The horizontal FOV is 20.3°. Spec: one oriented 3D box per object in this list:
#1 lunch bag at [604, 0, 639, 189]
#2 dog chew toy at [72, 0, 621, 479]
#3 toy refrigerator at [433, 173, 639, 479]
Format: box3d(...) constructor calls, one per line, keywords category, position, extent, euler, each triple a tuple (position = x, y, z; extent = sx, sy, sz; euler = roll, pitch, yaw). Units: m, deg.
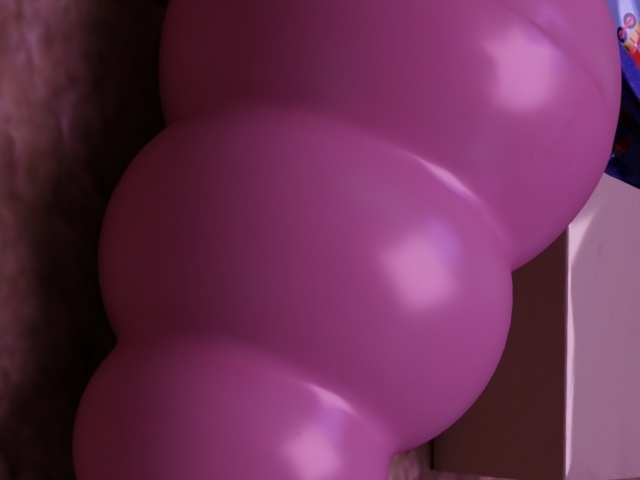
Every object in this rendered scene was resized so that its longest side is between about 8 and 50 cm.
box3d(category="lunch bag", position=(0.137, -0.176, 0.952), extent=(0.293, 0.138, 0.221), euler=(41, 52, -24))
box3d(category="dog chew toy", position=(0.000, 0.000, 0.764), extent=(0.206, 0.207, 0.331), euler=(48, 59, -49))
box3d(category="toy refrigerator", position=(0.135, 0.002, 1.053), extent=(0.094, 0.102, 0.269), euler=(2, 87, -44))
